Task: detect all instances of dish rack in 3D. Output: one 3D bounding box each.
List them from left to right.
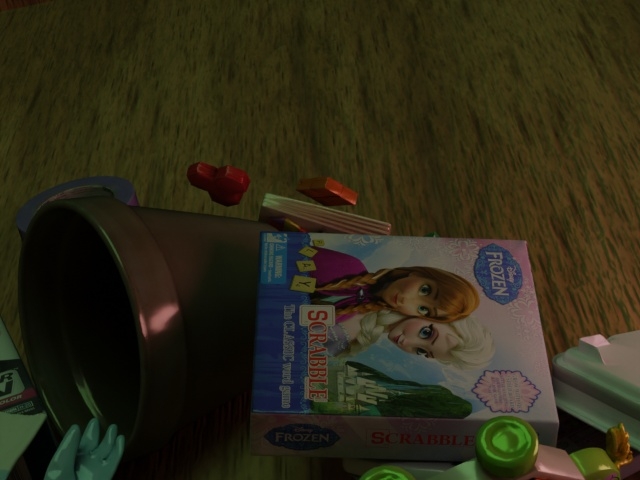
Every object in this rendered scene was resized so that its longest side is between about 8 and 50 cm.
[{"bbox_3d":[0.418,0.150,1.641,0.285,0.072,0.333,-10,15,-24],"label":"dish rack"}]

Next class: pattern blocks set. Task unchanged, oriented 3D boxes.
[{"bbox_3d":[0.000,0.000,2.015,0.325,0.285,0.026,10,62,15],"label":"pattern blocks set"}]

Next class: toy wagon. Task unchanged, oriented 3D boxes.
[{"bbox_3d":[0.151,0.268,1.439,0.344,0.267,0.068,-21,52,-15],"label":"toy wagon"}]

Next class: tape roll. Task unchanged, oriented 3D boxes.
[{"bbox_3d":[-0.368,-0.022,2.407,0.189,0.080,0.189,-11,27,6],"label":"tape roll"}]

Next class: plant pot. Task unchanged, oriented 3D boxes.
[{"bbox_3d":[-0.177,0.092,1.917,0.280,0.323,0.323,-10,21,-35],"label":"plant pot"}]

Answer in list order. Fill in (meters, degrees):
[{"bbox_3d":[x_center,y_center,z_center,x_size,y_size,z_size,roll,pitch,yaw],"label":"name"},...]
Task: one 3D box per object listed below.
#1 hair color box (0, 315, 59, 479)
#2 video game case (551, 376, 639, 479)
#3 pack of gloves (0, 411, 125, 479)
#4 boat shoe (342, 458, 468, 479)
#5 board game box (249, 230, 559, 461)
[{"bbox_3d":[-0.452,0.210,1.981,0.174,0.105,0.347,-21,28,-15],"label":"hair color box"},{"bbox_3d":[0.297,0.207,1.744,0.212,0.023,0.193,-24,29,-18],"label":"video game case"},{"bbox_3d":[-0.333,0.263,1.716,0.195,0.046,0.232,4,40,15],"label":"pack of gloves"},{"bbox_3d":[0.132,0.270,1.629,0.258,0.084,0.095,9,12,36],"label":"boat shoe"},{"bbox_3d":[0.085,0.110,1.718,0.318,0.066,0.319,2,37,-2],"label":"board game box"}]
